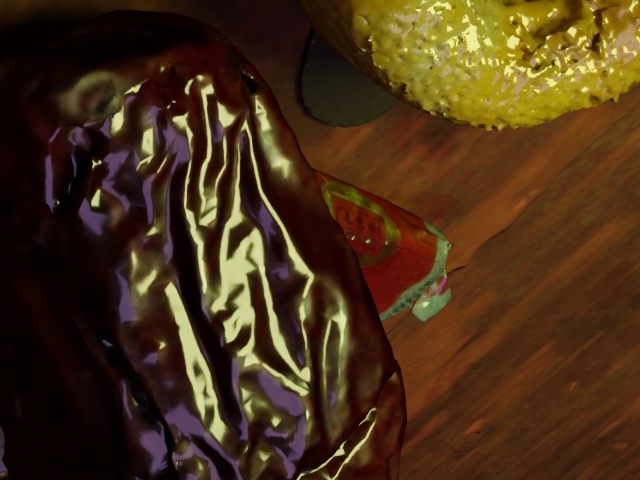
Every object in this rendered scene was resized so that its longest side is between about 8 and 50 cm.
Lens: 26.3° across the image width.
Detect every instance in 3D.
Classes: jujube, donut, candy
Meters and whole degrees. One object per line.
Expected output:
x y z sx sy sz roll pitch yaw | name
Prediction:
-0.077 0.049 0.707 0.216 0.216 0.342 -20 122 -10 | jujube
0.092 -0.169 0.668 0.253 0.118 0.253 -9 125 -13 | donut
0.000 0.001 0.852 0.292 0.059 0.086 20 123 -43 | candy

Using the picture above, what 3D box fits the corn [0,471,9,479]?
-0.144 0.124 0.890 0.165 0.063 0.085 -20 177 -11 | corn

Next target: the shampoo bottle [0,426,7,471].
-0.191 0.050 0.782 0.074 0.074 0.192 -10 133 -22 | shampoo bottle

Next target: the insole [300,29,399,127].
0.058 -0.185 0.716 0.111 0.007 0.327 -3 136 -27 | insole
